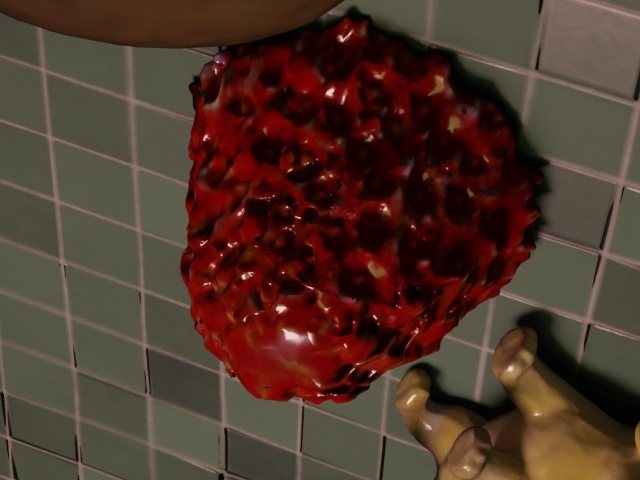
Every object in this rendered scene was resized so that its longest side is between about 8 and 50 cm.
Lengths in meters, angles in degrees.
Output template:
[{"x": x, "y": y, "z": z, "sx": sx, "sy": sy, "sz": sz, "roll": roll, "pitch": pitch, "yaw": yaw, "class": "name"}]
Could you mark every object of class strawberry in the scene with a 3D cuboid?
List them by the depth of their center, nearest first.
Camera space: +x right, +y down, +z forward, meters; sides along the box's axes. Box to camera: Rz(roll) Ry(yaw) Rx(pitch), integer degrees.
[{"x": 0.000, "y": 0.000, "z": 1.152, "sx": 0.234, "sy": 0.178, "sz": 0.234, "roll": 13, "pitch": 133, "yaw": 14, "class": "strawberry"}]

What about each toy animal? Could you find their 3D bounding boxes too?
[{"x": 0.138, "y": 0.151, "z": 1.280, "sx": 0.233, "sy": 0.121, "sz": 0.168, "roll": -14, "pitch": 136, "yaw": 44, "class": "toy animal"}]

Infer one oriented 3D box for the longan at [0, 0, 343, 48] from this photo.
[{"x": -0.077, "y": -0.231, "z": 0.865, "sx": 0.319, "sy": 0.319, "sz": 0.319, "roll": 17, "pitch": 140, "yaw": 15, "class": "longan"}]
